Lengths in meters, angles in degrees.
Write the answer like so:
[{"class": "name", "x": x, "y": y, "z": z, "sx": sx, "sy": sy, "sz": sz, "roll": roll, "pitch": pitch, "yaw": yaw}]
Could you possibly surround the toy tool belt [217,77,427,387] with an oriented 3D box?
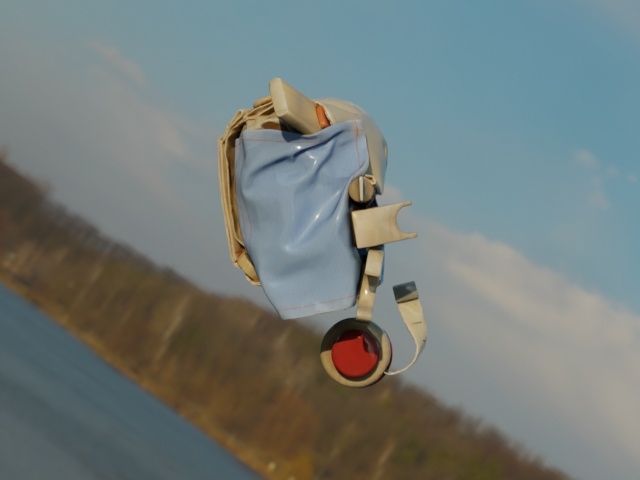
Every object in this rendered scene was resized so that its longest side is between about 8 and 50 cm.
[{"class": "toy tool belt", "x": 0.000, "y": 0.000, "z": 0.415, "sx": 0.051, "sy": 0.052, "sz": 0.083, "roll": 5, "pitch": 72, "yaw": -84}]
